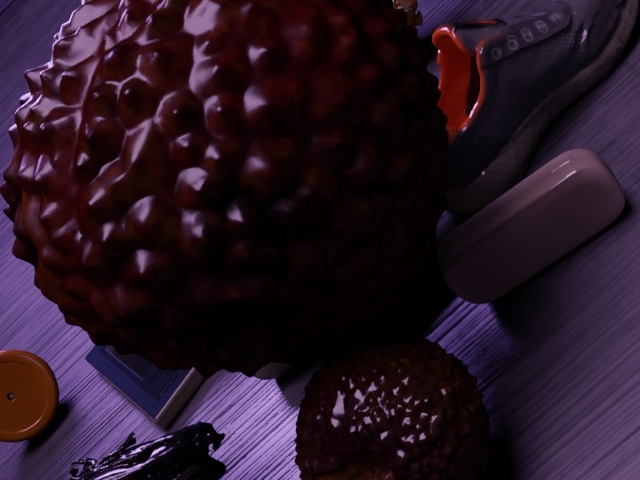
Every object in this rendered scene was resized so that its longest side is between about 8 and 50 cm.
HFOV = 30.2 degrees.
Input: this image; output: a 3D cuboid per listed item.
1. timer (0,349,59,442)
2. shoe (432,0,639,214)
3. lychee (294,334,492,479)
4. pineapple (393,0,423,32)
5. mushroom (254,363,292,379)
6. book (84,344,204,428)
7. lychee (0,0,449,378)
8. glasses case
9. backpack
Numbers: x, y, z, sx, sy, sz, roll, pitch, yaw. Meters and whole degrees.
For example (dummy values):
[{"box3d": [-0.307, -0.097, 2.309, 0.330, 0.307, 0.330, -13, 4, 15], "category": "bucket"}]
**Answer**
[{"box3d": [-0.440, 0.214, 1.735, 0.132, 0.132, 0.152, -50, 7, -1], "category": "timer"}, {"box3d": [0.201, -0.203, 1.307, 0.336, 0.171, 0.132, -52, 31, -4], "category": "shoe"}, {"box3d": [0.069, 0.169, 1.082, 0.188, 0.188, 0.188, -32, 35, 26], "category": "lychee"}, {"box3d": [0.052, -0.320, 1.591, 0.076, 0.225, 0.225, -25, 21, -28], "category": "pineapple"}, {"box3d": [0.000, 0.000, 1.371, 0.351, 0.095, 0.123, -63, 14, -1], "category": "mushroom"}, {"box3d": [-0.210, 0.128, 1.601, 0.191, 0.025, 0.269, -53, 31, -8], "category": "book"}, {"box3d": [-0.068, -0.087, 1.139, 0.424, 0.425, 0.500, -13, 14, 44], "category": "lychee"}, {"box3d": [0.207, -0.012, 1.179, 0.196, 0.083, 0.050, -35, 35, 19], "category": "glasses case"}, {"box3d": [-0.212, 0.285, 1.300, 0.258, 0.133, 0.206, -32, -2, 12], "category": "backpack"}]
